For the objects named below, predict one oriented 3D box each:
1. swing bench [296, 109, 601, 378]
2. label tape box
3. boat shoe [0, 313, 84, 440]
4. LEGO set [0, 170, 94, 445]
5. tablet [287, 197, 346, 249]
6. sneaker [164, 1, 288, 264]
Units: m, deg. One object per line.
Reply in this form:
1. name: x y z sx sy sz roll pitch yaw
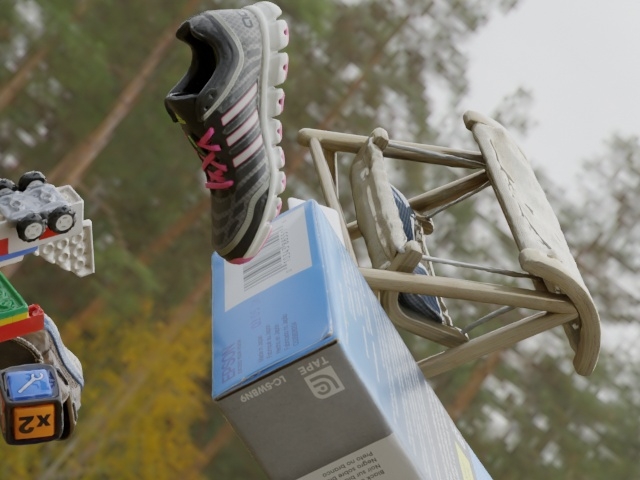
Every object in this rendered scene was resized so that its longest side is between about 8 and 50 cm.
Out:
1. swing bench: 0.123 0.006 1.688 0.253 0.254 0.165 -106 -169 -52
2. label tape box: 0.042 0.165 1.327 0.334 0.106 0.240 58 10 -23
3. boat shoe: -0.222 0.104 1.318 0.183 0.066 0.066 52 23 -62
4. LEGO set: -0.200 0.021 0.679 0.244 0.182 0.060 12 -54 9
5. tablet: 0.000 0.000 1.514 0.054 0.083 0.006 15 -46 -31
6. sneaker: -0.066 -0.070 1.107 0.075 0.170 0.063 2 3 -29
